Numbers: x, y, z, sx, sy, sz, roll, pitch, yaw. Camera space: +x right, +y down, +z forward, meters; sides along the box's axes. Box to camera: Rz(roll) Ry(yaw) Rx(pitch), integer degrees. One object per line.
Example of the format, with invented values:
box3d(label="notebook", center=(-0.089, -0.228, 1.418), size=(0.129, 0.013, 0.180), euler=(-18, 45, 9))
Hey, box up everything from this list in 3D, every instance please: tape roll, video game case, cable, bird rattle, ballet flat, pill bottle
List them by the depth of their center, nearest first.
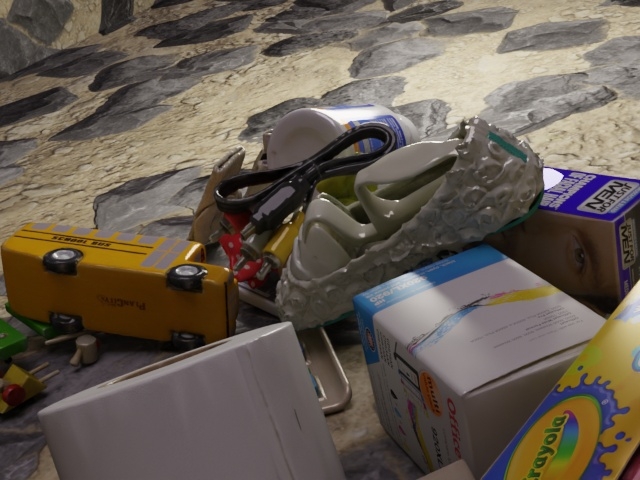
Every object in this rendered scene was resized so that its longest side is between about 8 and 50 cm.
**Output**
box3d(label="tape roll", center=(-0.113, 0.190, 0.933), size=(0.246, 0.169, 0.246), euler=(-20, -2, -1))
box3d(label="ballet flat", center=(0.066, -0.026, 1.177), size=(0.409, 0.147, 0.147), euler=(-31, 12, 35))
box3d(label="cable", center=(-0.028, -0.072, 1.377), size=(0.287, 0.072, 0.139), euler=(-39, 61, -24))
box3d(label="bird rattle", center=(0.000, 0.000, 1.393), size=(0.253, 0.143, 0.207), euler=(-25, 45, -18))
box3d(label="video game case", center=(-0.031, 0.048, 1.468), size=(0.173, 0.022, 0.190), euler=(-28, 29, -30))
box3d(label="pill bottle", center=(0.050, -0.140, 1.622), size=(0.152, 0.152, 0.272), euler=(4, 10, 32))

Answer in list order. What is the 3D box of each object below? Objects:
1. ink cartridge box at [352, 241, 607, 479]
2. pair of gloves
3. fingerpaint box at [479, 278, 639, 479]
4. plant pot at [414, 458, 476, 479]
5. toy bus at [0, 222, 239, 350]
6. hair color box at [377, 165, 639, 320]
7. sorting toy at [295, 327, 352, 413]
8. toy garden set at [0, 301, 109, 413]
box3d(label="ink cartridge box", center=(0.165, 0.140, 1.006), size=(0.168, 0.171, 0.233), euler=(-20, 25, -16))
box3d(label="pair of gloves", center=(-0.119, -0.085, 1.623), size=(0.042, 0.204, 0.240), euler=(38, 41, 11))
box3d(label="fingerpaint box", center=(0.381, 0.125, 0.752), size=(0.445, 0.163, 0.371), euler=(-43, 22, -27))
box3d(label="plant pot", center=(0.101, 0.270, 0.855), size=(0.109, 0.109, 0.096), euler=(-20, 38, -15))
box3d(label="toy bus", center=(-0.269, 0.058, 1.399), size=(0.333, 0.108, 0.130), euler=(7, 25, 14))
box3d(label="hair color box", center=(0.235, 0.010, 1.229), size=(0.339, 0.185, 0.110), euler=(12, 35, 43))
box3d(label="sorting toy", center=(-0.081, 0.164, 1.230), size=(0.208, 0.038, 0.193), euler=(-16, 25, -6))
box3d(label="toy garden set", center=(-0.390, 0.146, 1.403), size=(0.244, 0.049, 0.204), euler=(-25, 35, -38))
